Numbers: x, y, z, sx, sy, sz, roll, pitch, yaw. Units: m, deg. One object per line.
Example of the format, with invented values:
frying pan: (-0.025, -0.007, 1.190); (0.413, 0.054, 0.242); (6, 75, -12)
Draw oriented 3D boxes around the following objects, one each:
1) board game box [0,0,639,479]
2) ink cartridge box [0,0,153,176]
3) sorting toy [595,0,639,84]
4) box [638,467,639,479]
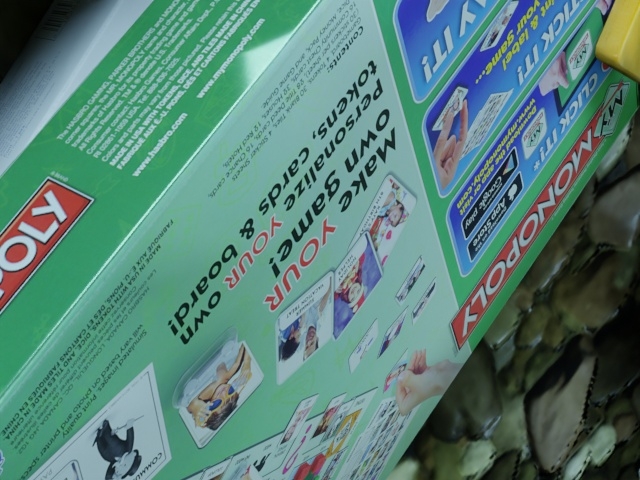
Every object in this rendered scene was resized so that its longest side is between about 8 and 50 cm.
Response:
board game box: (0.000, 0.000, 0.433); (0.317, 0.046, 0.213); (-53, 151, -21)
ink cartridge box: (-0.064, -0.012, 0.449); (0.097, 0.046, 0.207); (38, 79, -36)
sorting toy: (0.228, -0.063, 0.606); (0.347, 0.047, 0.196); (-2, 113, -47)
box: (0.259, 0.183, 0.582); (0.127, 0.231, 0.262); (-46, 139, -37)
